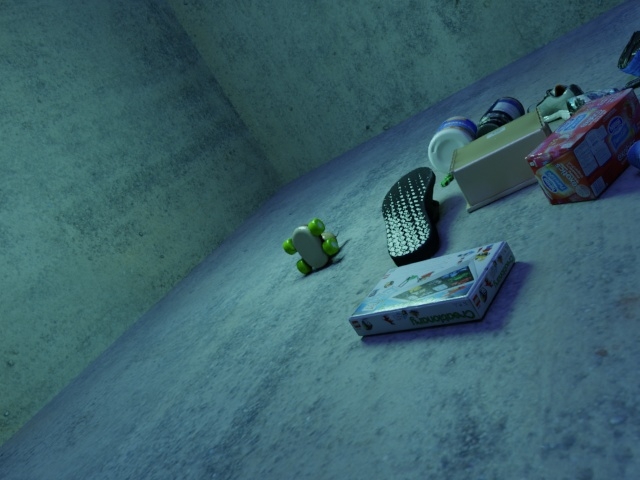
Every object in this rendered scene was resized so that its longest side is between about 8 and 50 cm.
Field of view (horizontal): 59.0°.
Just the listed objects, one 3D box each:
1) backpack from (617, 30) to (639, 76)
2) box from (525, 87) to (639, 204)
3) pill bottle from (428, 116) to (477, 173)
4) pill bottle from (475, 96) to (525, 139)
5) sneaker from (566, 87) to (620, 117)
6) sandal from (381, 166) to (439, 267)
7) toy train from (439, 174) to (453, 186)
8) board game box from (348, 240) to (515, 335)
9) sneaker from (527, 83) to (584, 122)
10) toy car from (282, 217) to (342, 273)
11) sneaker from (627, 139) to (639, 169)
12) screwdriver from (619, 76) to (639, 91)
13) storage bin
[{"bbox_3d":[0.953,-0.547,1.675,0.120,0.101,0.098,-62,-1,20],"label":"backpack"},{"bbox_3d":[0.586,-0.202,1.226,0.257,0.128,0.122,-39,15,-23],"label":"box"},{"bbox_3d":[0.460,-0.333,1.915,0.152,0.152,0.272,-25,14,29],"label":"pill bottle"},{"bbox_3d":[0.588,-0.381,1.863,0.122,0.123,0.219,-20,18,42],"label":"pill bottle"},{"bbox_3d":[0.732,-0.352,1.471,0.122,0.110,0.283,-25,15,17],"label":"sneaker"},{"bbox_3d":[0.257,-0.056,1.563,0.167,0.107,0.446,-25,28,25],"label":"sandal"},{"bbox_3d":[0.415,-0.199,1.843,0.023,0.017,0.083,-4,30,44],"label":"toy train"},{"bbox_3d":[0.219,0.101,1.145,0.305,0.053,0.193,-18,19,47],"label":"board game box"},{"bbox_3d":[0.729,-0.429,1.749,0.100,0.108,0.271,-36,12,-6],"label":"sneaker"},{"bbox_3d":[0.000,0.000,1.854,0.155,0.149,0.188,-36,-2,33],"label":"toy car"},{"bbox_3d":[0.621,-0.143,1.038,0.081,0.080,0.211,-28,13,5],"label":"sneaker"},{"bbox_3d":[0.860,-0.426,1.647,0.170,0.025,0.024,-32,11,46],"label":"screwdriver"},{"bbox_3d":[0.496,-0.225,1.527,0.262,0.123,0.260,-26,14,26],"label":"storage bin"}]
